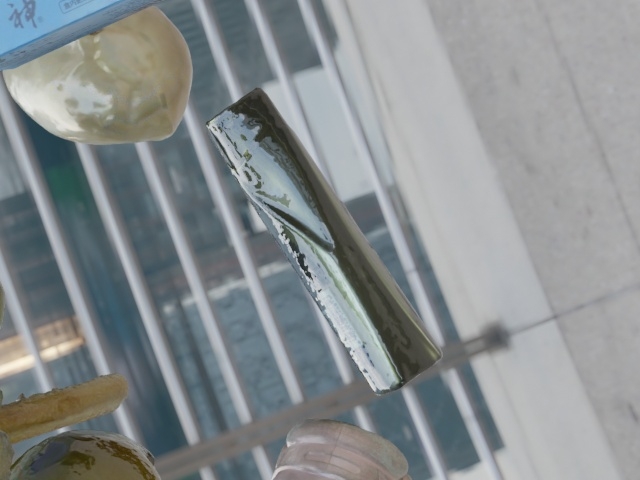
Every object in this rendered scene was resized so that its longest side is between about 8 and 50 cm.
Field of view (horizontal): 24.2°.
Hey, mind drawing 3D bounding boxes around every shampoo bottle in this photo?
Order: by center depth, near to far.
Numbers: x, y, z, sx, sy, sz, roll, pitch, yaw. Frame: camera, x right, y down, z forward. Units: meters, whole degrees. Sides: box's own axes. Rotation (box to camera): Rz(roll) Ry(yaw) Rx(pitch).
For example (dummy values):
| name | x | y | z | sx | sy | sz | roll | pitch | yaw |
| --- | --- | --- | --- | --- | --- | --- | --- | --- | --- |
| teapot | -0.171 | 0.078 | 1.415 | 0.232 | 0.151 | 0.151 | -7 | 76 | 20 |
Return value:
| name | x | y | z | sx | sy | sz | roll | pitch | yaw |
| --- | --- | --- | --- | --- | --- | --- | --- | --- | --- |
| shampoo bottle | 0.000 | 0.000 | 1.594 | 0.350 | 0.084 | 0.125 | 56 | 166 | 1 |

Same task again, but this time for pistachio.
| name | x | y | z | sx | sy | sz | roll | pitch | yaw |
| --- | --- | --- | --- | --- | --- | --- | --- | --- | --- |
| pistachio | -0.259 | -0.195 | 1.759 | 0.299 | 0.188 | 0.187 | 20 | 129 | 58 |

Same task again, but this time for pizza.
| name | x | y | z | sx | sy | sz | roll | pitch | yaw |
| --- | --- | --- | --- | --- | --- | --- | --- | --- | --- |
| pizza | -0.350 | 0.210 | 1.744 | 0.134 | 0.271 | 0.056 | -19 | 89 | 70 |

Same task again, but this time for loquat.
| name | x | y | z | sx | sy | sz | roll | pitch | yaw |
| --- | --- | --- | --- | --- | --- | --- | --- | --- | --- |
| loquat | -0.207 | 0.237 | 1.282 | 0.152 | 0.195 | 0.152 | 10 | 115 | 22 |

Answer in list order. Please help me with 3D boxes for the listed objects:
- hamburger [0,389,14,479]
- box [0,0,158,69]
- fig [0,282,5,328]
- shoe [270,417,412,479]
| name | x | y | z | sx | sy | sz | roll | pitch | yaw |
| --- | --- | --- | --- | --- | --- | --- | --- | --- | --- |
| hamburger | -0.284 | 0.129 | 0.906 | 0.183 | 0.130 | 0.206 | -49 | -43 | -61 |
| box | -0.217 | -0.228 | 1.331 | 0.142 | 0.232 | 0.083 | -51 | -61 | -77 |
| fig | -0.527 | 0.120 | 2.134 | 0.148 | 0.142 | 0.186 | 159 | 112 | -63 |
| shoe | -0.013 | 0.357 | 1.442 | 0.172 | 0.198 | 0.351 | 8 | 121 | 21 |
